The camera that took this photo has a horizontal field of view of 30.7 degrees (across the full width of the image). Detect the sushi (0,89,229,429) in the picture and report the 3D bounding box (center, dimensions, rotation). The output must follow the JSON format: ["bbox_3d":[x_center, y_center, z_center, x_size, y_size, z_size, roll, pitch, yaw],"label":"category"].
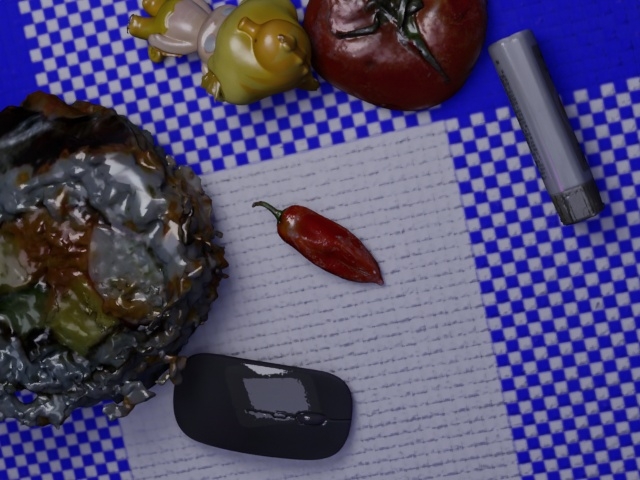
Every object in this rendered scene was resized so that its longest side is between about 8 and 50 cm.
[{"bbox_3d":[-0.310,0.030,1.432,0.417,0.176,0.417,1,95,8],"label":"sushi"}]

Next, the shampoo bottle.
[{"bbox_3d":[0.263,-0.131,1.356,0.056,0.086,0.227,-23,92,13],"label":"shampoo bottle"}]

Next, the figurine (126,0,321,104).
[{"bbox_3d":[-0.112,-0.234,1.385,0.246,0.131,0.156,25,77,24],"label":"figurine"}]

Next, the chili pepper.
[{"bbox_3d":[0.001,-0.001,1.436,0.191,0.050,0.059,33,98,-8],"label":"chili pepper"}]

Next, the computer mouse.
[{"bbox_3d":[-0.076,0.209,1.470,0.232,0.057,0.120,9,99,9],"label":"computer mouse"}]

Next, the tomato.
[{"bbox_3d":[0.083,-0.264,1.367,0.228,0.101,0.228,1,94,8],"label":"tomato"}]
